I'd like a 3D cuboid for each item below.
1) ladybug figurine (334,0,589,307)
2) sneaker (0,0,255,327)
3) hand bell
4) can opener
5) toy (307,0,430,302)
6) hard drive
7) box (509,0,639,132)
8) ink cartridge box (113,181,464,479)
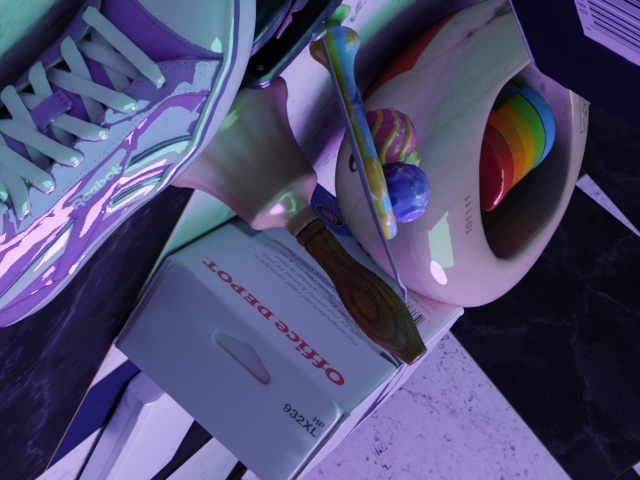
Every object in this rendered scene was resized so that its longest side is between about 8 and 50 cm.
[{"bbox_3d":[0.152,-0.102,1.586,0.449,0.162,0.305,-35,125,-53],"label":"ladybug figurine"},{"bbox_3d":[-0.149,-0.050,0.810,0.282,0.102,0.161,-54,165,17],"label":"sneaker"},{"bbox_3d":[0.000,0.000,1.181,0.126,0.242,0.126,-40,170,-8],"label":"hand bell"},{"bbox_3d":[-0.003,-0.182,1.062,0.186,0.059,0.073,-49,-166,-17],"label":"can opener"},{"bbox_3d":[0.047,-0.079,1.184,0.056,0.237,0.137,-21,168,3],"label":"toy"},{"bbox_3d":[-0.198,0.215,1.766,0.203,0.040,0.307,-40,166,-45],"label":"hard drive"},{"bbox_3d":[0.354,-0.335,1.025,0.472,0.297,0.480,-51,151,-6],"label":"box"},{"bbox_3d":[-0.023,0.085,1.505,0.129,0.223,0.307,-54,169,29],"label":"ink cartridge box"}]
